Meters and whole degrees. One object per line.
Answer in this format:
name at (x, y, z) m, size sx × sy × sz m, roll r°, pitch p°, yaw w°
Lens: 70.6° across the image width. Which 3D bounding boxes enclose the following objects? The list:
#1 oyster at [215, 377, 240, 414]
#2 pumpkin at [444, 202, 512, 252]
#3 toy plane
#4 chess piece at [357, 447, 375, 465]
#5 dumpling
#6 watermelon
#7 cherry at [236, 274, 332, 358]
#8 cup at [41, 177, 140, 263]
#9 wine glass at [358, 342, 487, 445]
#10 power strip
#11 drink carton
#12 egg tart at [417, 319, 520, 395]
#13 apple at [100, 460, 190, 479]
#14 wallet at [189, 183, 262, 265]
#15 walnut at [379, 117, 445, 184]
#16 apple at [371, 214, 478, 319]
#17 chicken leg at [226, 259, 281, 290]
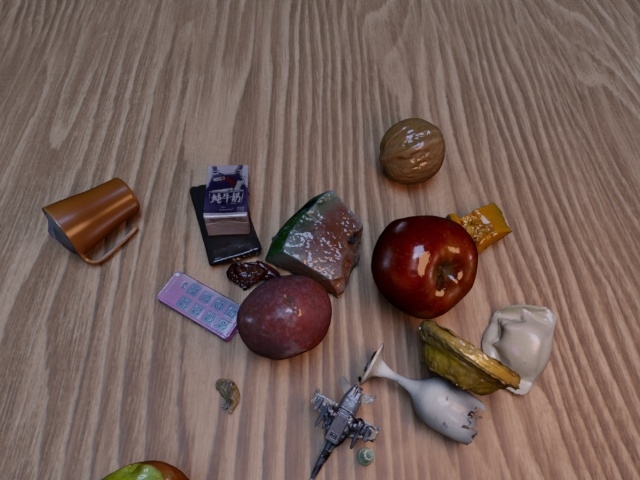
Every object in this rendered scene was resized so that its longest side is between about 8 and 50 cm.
oyster at (-0.255, 0.413, 1.216) m, size 0.083 × 0.038 × 0.081 m, roll 22°, pitch 64°, yaw 9°
pumpkin at (0.481, -0.024, 1.444) m, size 0.248 × 0.126 × 0.131 m, roll -10°, pitch 51°, yaw -28°
toy plane at (0.037, 0.484, 1.135) m, size 0.192 × 0.088 × 0.262 m, roll 26°, pitch 73°, yaw 16°
chess piece at (0.117, 0.533, 1.122) m, size 0.042 × 0.093 × 0.042 m, roll 1°, pitch 60°, yaw -2°
dumpling at (0.547, 0.293, 1.268) m, size 0.179 × 0.131 × 0.252 m, roll 15°, pitch 81°, yaw 29°
watermelon at (-0.005, -0.011, 1.398) m, size 0.302 × 0.151 × 0.264 m, roll 28°, pitch 63°, yaw 15°
cherry at (-0.089, 0.205, 1.212) m, size 0.261 × 0.307 × 0.221 m, roll -24°, pitch 90°, yaw -17°
cup at (-0.703, -0.061, 1.424) m, size 0.264 × 0.182 × 0.226 m, roll -40°, pitch 101°, yaw -28°
wine glass at (0.259, 0.399, 1.178) m, size 0.321 × 0.143 × 0.143 m, roll 28°, pitch 63°, yaw 11°
power strip at (-0.349, 0.193, 1.341) m, size 0.279 × 0.037 × 0.109 m, roll 27°, pitch 64°, yaw 13°
drink carton at (-0.294, -0.133, 1.450) m, size 0.134 × 0.102 × 0.222 m, roll -3°, pitch 54°, yaw -3°
egg tart at (0.367, 0.313, 1.163) m, size 0.290 × 0.290 × 0.115 m, roll 30°, pitch 89°, yaw 15°
apple at (-0.381, 0.644, 0.917) m, size 0.339 × 0.339 × 0.339 m, roll 0°, pitch 60°, yaw -1°
wallet at (-0.315, -0.067, 1.489) m, size 0.170 × 0.044 × 0.321 m, roll -17°, pitch 59°, yaw -11°
walnut at (0.309, -0.300, 1.541) m, size 0.228 × 0.228 × 0.228 m, roll 0°, pitch 60°, yaw -1°
apple at (0.282, 0.063, 1.264) m, size 0.288 × 0.317 × 0.288 m, roll -1°, pitch 97°, yaw -11°
chicken leg at (-0.187, 0.108, 1.388) m, size 0.205 × 0.053 × 0.093 m, roll -1°, pitch 83°, yaw 6°
